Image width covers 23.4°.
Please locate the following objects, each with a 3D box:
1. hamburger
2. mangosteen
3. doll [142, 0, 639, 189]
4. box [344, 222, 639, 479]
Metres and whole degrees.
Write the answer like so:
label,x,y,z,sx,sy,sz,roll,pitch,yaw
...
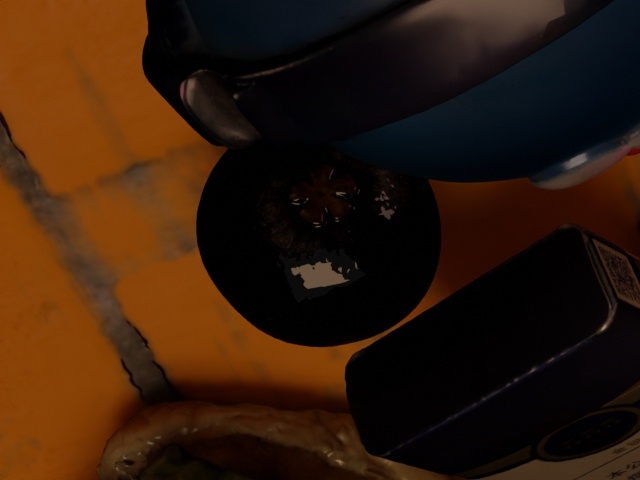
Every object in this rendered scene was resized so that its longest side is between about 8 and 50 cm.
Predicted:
label,x,y,z,sx,sy,sz,roll,pitch,yaw
hamburger,-0.053,0.208,1.012,0.330,0.162,0.209,-6,131,14
mangosteen,0.000,0.000,0.870,0.137,0.137,0.151,1,164,2
doll,0.060,-0.152,0.613,0.284,0.310,0.240,-27,122,23
box,0.154,0.085,0.893,0.168,0.071,0.259,-34,147,27
